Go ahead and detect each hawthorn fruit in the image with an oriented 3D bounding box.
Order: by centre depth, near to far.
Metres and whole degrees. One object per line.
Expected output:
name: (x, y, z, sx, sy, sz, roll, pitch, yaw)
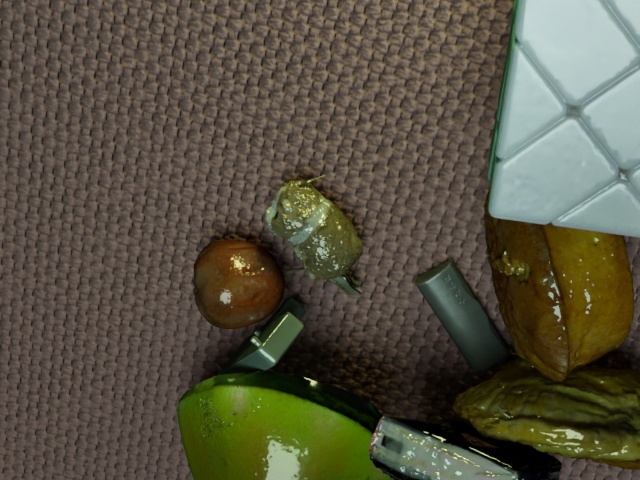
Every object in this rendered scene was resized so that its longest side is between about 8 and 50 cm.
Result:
hawthorn fruit: (-0.121, 0.064, 1.737, 0.189, 0.149, 0.149, -15, 112, 18)

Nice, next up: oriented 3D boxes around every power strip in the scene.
power strip: (-0.087, 0.156, 1.776, 0.061, 0.145, 0.216, 44, 151, -6)

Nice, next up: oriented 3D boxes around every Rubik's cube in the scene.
Rubik's cube: (0.394, -0.209, 1.402, 0.319, 0.316, 0.321, 8, 116, 8)

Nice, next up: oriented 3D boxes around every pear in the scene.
pear: (-0.062, 0.389, 1.794, 0.399, 0.165, 0.398, 9, 144, 6)

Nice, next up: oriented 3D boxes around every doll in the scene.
doll: (0.002, 0.004, 1.702, 0.115, 0.105, 0.221, -28, 106, 15)

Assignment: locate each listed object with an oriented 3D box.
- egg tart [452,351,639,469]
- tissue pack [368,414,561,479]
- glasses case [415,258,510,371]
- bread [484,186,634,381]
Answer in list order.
egg tart: (0.380, 0.260, 1.676, 0.352, 0.340, 0.153, 2, 79, 49)
tissue pack: (0.230, 0.349, 1.700, 0.245, 0.332, 0.123, 20, 86, 24)
glasses case: (0.229, 0.122, 1.757, 0.072, 0.042, 0.190, -30, 107, 15)
bread: (0.335, 0.041, 1.566, 0.172, 0.312, 0.312, -14, 114, 0)
